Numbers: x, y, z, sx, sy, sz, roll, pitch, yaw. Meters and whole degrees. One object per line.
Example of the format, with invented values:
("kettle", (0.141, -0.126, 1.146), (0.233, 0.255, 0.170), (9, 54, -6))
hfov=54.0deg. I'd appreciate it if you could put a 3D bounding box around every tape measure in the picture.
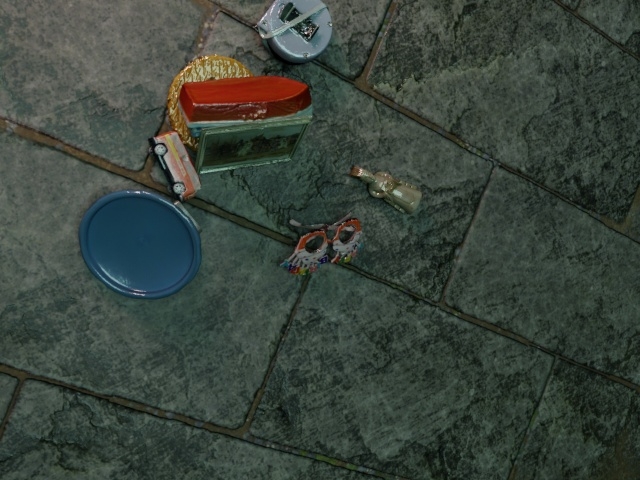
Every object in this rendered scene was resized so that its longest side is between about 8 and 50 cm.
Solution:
("tape measure", (-0.059, -0.539, 1.583), (0.181, 0.107, 0.182), (30, 82, -15))

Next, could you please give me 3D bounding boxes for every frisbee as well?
("frisbee", (-0.422, 0.009, 1.486), (0.290, 0.049, 0.289), (1, 116, 1))

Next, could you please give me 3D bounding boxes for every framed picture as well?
("framed picture", (-0.167, -0.228, 1.525), (0.275, 0.217, 0.017), (-12, 72, -19))

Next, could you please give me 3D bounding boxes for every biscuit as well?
("biscuit", (-0.256, -0.331, 1.564), (0.254, 0.035, 0.253), (-2, 95, -21))

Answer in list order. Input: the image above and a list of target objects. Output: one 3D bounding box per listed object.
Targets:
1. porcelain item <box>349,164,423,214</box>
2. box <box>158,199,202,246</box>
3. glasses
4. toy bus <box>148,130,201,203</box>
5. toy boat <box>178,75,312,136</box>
("porcelain item", (0.181, -0.150, 1.747), (0.213, 0.054, 0.084), (26, 84, -21))
("box", (-0.351, -0.039, 1.537), (0.069, 0.084, 0.122), (-44, 110, -22))
("glasses", (0.003, 0.009, 1.693), (0.256, 0.095, 0.162), (-15, 129, -21))
("toy bus", (-0.350, -0.180, 1.523), (0.077, 0.079, 0.174), (-30, 106, -22))
("toy boat", (-0.168, -0.307, 1.514), (0.332, 0.145, 0.133), (-10, 134, -23))
